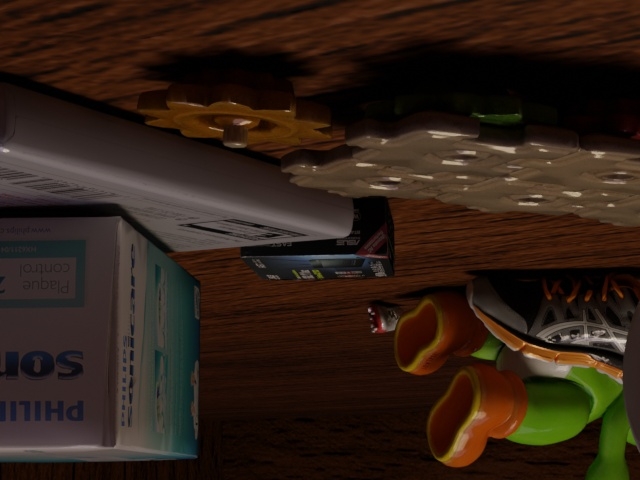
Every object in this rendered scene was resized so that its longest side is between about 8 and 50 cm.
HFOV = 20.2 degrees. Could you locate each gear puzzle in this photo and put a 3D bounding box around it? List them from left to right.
[{"bbox_3d":[0.076,-0.050,0.841,0.339,0.044,0.175,6,171,-21],"label":"gear puzzle"}]

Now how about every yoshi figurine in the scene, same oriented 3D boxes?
[{"bbox_3d":[0.248,0.137,1.668,0.362,0.203,0.203,1,-172,-25],"label":"yoshi figurine"}]

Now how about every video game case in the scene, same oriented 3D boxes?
[{"bbox_3d":[-0.188,-0.025,0.985,0.300,0.036,0.329,-5,171,28],"label":"video game case"}]

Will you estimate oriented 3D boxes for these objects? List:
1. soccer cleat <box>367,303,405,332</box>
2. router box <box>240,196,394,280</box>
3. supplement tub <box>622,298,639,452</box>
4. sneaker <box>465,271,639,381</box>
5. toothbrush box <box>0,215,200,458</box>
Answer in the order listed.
[{"bbox_3d":[0.064,0.073,1.702,0.036,0.029,0.083,-10,174,1],"label":"soccer cleat"},{"bbox_3d":[0.000,0.000,1.153,0.092,0.038,0.122,-1,172,5],"label":"router box"},{"bbox_3d":[0.338,0.094,1.137,0.241,0.241,0.331,-5,171,26],"label":"supplement tub"},{"bbox_3d":[0.225,0.061,1.479,0.215,0.083,0.084,16,-157,-6],"label":"sneaker"},{"bbox_3d":[-0.196,0.067,1.050,0.216,0.126,0.295,-1,173,5],"label":"toothbrush box"}]
